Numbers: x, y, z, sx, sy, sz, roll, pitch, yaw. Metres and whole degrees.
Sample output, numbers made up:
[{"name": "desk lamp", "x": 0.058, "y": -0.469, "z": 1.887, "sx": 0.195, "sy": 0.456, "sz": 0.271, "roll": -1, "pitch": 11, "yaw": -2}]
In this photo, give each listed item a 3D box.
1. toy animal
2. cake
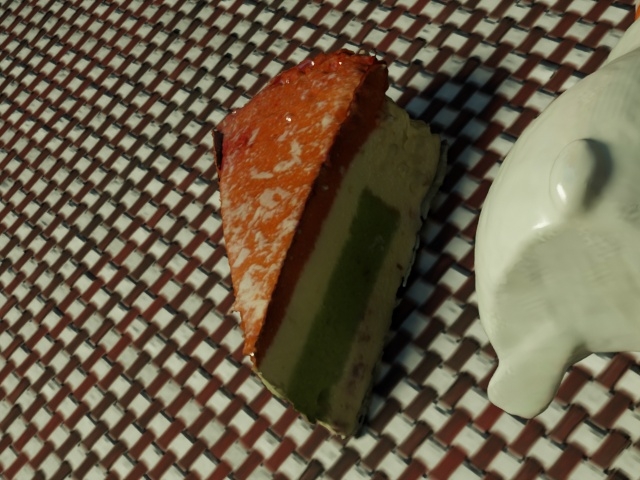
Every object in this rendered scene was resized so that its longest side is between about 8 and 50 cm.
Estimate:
[{"name": "toy animal", "x": 0.164, "y": -0.037, "z": 0.792, "sx": 0.140, "sy": 0.138, "sz": 0.282, "roll": -9, "pitch": 23, "yaw": 34}, {"name": "cake", "x": 0.015, "y": -0.013, "z": 0.964, "sx": 0.116, "sy": 0.086, "sz": 0.220, "roll": -38, "pitch": 31, "yaw": 16}]
